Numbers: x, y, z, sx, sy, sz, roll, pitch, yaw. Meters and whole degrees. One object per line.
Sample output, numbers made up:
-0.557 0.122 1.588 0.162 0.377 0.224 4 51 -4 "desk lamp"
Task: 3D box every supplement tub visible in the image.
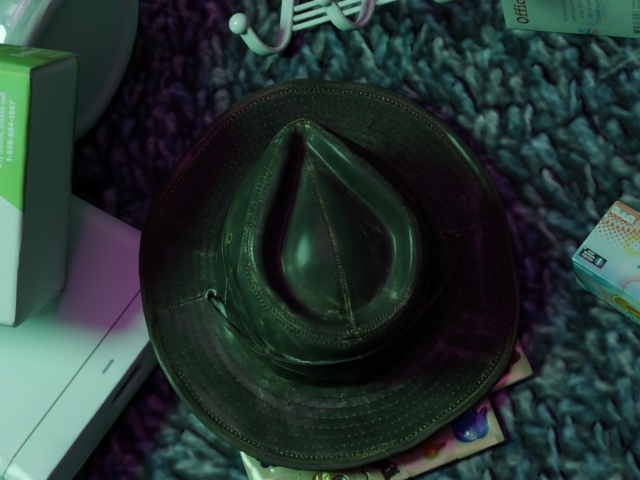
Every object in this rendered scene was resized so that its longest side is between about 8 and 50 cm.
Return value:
-0.334 -0.214 1.315 0.316 0.193 0.193 26 75 18 "supplement tub"

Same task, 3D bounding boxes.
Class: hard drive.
-0.301 0.038 1.253 0.353 0.047 0.233 27 66 18 "hard drive"

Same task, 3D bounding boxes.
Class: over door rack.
0.040 -0.329 1.273 0.239 0.108 0.324 -8 61 47 "over door rack"

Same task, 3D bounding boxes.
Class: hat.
0.000 0.000 1.156 0.331 0.134 0.331 -2 68 5 "hat"

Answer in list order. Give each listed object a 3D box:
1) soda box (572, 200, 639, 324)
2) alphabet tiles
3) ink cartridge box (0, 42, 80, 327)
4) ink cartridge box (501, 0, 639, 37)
0.281 0.048 1.135 0.183 0.058 0.063 35 79 25 "soda box"
0.037 0.100 1.200 0.237 0.009 0.198 -22 64 3 "alphabet tiles"
-0.337 -0.060 1.162 0.273 0.115 0.198 9 105 9 "ink cartridge box"
0.238 -0.250 1.235 0.176 0.128 0.127 6 69 15 "ink cartridge box"
